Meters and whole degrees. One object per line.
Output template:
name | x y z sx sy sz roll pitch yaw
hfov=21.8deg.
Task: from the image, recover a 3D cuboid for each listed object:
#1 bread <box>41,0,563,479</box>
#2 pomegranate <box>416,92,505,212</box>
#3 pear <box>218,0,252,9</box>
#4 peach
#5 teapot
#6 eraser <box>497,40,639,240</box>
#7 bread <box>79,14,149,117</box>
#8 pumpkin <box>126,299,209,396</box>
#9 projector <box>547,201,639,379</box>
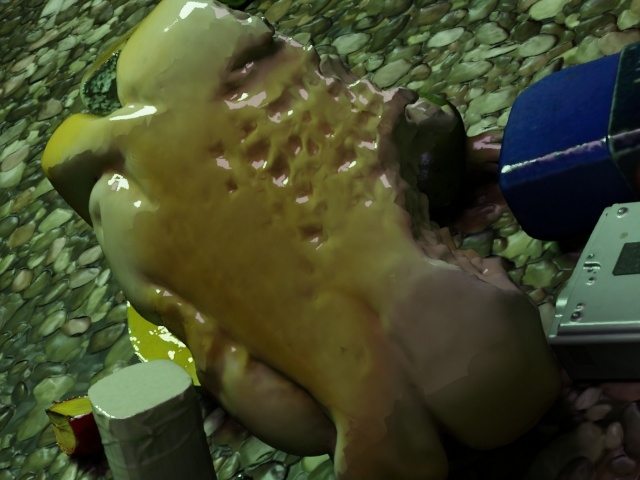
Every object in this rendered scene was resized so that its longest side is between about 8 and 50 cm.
bread | -0.014 0.003 1.240 0.245 0.329 0.424 -38 71 -15
pomegranate | 0.107 -0.078 1.510 0.142 0.114 0.114 1 39 3
pear | -0.090 -0.516 2.073 0.342 0.318 0.238 -39 36 -8
peach | -0.220 0.171 1.535 0.083 0.050 0.077 -11 15 20
teapot | -0.101 0.190 1.264 0.107 0.200 0.077 -23 26 -23
eraser | 0.313 -0.106 1.339 0.332 0.101 0.155 -15 37 29
bread | -0.237 -0.206 2.016 0.094 0.083 0.157 -4 42 45
pumpkin | -0.066 0.056 1.503 0.217 0.110 0.217 -16 48 19
projector | 0.248 0.033 1.260 0.115 0.061 0.147 -7 41 41
